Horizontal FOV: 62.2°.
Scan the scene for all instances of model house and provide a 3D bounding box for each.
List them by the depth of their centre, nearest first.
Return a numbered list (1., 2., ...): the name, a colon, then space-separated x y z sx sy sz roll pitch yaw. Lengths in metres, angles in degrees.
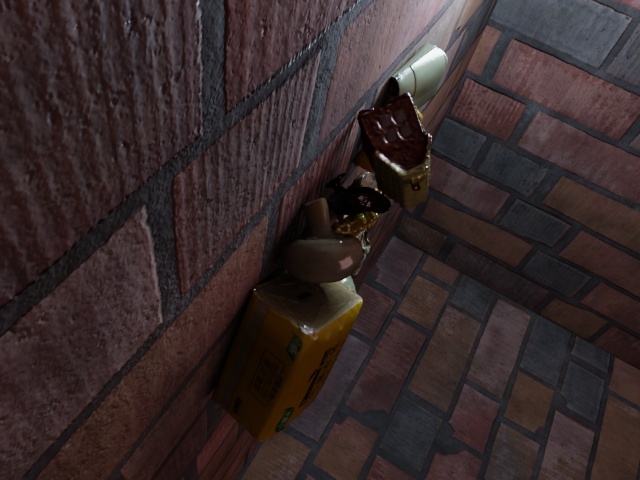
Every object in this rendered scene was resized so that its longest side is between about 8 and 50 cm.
1. model house: 0.207 -0.209 1.369 0.160 0.254 0.196 -17 154 3

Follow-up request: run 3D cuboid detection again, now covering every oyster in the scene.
1. oyster: 0.108 -0.128 1.714 0.214 0.083 0.223 -41 153 -69

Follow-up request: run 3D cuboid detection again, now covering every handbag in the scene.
1. handbag: 0.238 -0.437 1.586 0.315 0.109 0.241 -41 161 -24
2. handbag: 0.129 0.012 2.038 0.235 0.127 0.213 89 5 -69

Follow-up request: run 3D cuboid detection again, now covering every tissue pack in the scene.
1. tissue pack: -0.088 0.293 1.422 0.293 0.228 0.382 -22 141 -57

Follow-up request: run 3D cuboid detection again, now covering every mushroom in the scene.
1. mushroom: 0.000 0.000 1.331 0.207 0.207 0.215 -33 117 -68

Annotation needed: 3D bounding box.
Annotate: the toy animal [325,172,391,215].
1. toy animal: 0.094 -0.101 1.434 0.116 0.179 0.218 -62 175 10

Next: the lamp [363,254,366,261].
1. lamp: 0.155 0.065 2.400 0.105 0.105 0.105 -57 169 -17

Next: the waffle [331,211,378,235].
1. waffle: 0.063 -0.026 1.523 0.219 0.057 0.229 -36 173 36

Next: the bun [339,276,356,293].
1. bun: 0.031 0.182 1.723 0.293 0.187 0.293 8 90 -76

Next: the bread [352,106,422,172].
1. bread: 0.197 -0.292 1.548 0.239 0.074 0.092 -46 170 19

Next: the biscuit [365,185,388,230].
1. biscuit: 0.225 -0.138 2.297 0.220 0.066 0.220 -55 165 -23
